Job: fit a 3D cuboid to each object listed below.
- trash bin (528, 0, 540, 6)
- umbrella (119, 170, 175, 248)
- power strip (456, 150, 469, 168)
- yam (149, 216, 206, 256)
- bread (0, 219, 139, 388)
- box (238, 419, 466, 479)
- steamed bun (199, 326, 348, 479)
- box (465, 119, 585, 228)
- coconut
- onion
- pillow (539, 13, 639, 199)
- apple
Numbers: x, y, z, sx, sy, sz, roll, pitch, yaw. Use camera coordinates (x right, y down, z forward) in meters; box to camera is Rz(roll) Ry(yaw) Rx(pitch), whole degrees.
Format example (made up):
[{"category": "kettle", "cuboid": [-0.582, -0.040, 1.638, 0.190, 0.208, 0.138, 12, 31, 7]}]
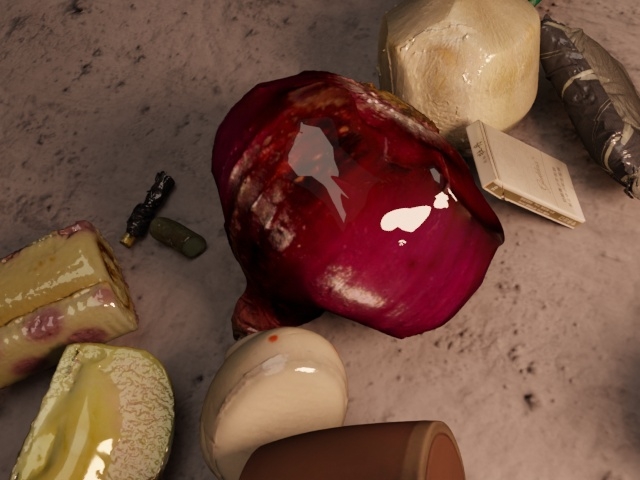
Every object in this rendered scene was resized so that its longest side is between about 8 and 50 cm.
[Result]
[{"category": "trash bin", "cuboid": [0.339, -0.530, 1.324, 0.381, 0.295, 0.259, -37, 56, -21]}, {"category": "umbrella", "cuboid": [-0.291, -0.052, 1.322, 0.037, 0.040, 0.144, 20, 67, 16]}, {"category": "power strip", "cuboid": [0.169, -0.109, 1.221, 0.123, 0.056, 0.032, -2, 58, 13]}, {"category": "yam", "cuboid": [-0.232, -0.006, 1.275, 0.094, 0.043, 0.043, 28, 70, 29]}, {"category": "bread", "cuboid": [-0.461, 0.119, 1.194, 0.338, 0.155, 0.187, -24, 64, -3]}, {"category": "box", "cuboid": [0.037, 0.347, 0.854, 0.216, 0.301, 0.301, -7, 57, 19]}, {"category": "steamed bun", "cuboid": [-0.060, 0.206, 1.009, 0.177, 0.228, 0.131, 14, 22, -20]}, {"category": "box", "cuboid": [0.290, -0.091, 1.111, 0.029, 0.198, 0.109, -40, 45, 39]}, {"category": "coconut", "cuboid": [0.201, -0.274, 1.177, 0.244, 0.247, 0.245, -8, 37, 6]}, {"category": "onion", "cuboid": [0.000, 0.000, 1.052, 0.420, 0.398, 0.398, -48, 55, 15]}, {"category": "pillow", "cuboid": [0.410, -0.197, 1.156, 0.092, 0.161, 0.335, -40, 51, 35]}, {"category": "apple", "cuboid": [-0.293, 0.280, 1.074, 0.193, 0.120, 0.265, 11, 64, 8]}]
